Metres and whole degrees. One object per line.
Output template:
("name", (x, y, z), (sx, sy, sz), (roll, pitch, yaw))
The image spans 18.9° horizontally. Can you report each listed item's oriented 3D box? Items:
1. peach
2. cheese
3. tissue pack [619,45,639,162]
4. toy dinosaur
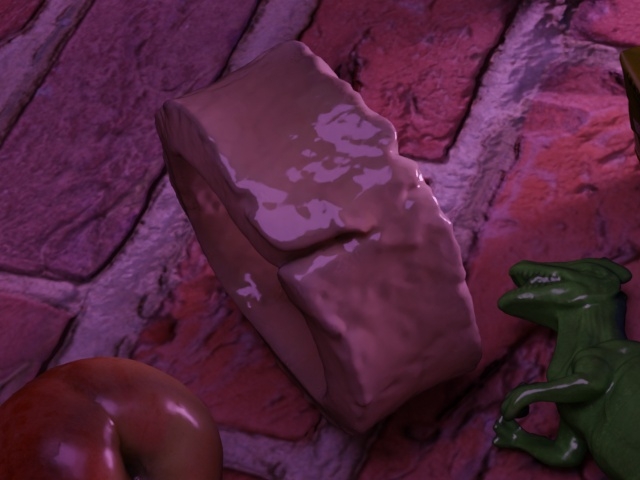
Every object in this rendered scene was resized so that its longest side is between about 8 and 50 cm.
("peach", (-0.200, 0.205, 1.650), (0.232, 0.232, 0.232), (-8, 47, 9))
("cheese", (-0.003, 0.000, 1.696), (0.153, 0.292, 0.332), (-32, 54, -14))
("tissue pack", (0.412, -0.063, 1.719), (0.200, 0.167, 0.275), (-18, 46, -1))
("toy dinosaur", (0.370, 0.160, 1.589), (0.500, 0.144, 0.374), (5, 38, 15))
